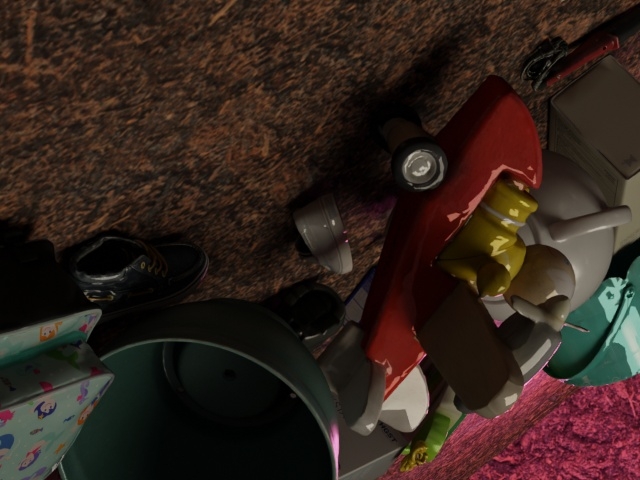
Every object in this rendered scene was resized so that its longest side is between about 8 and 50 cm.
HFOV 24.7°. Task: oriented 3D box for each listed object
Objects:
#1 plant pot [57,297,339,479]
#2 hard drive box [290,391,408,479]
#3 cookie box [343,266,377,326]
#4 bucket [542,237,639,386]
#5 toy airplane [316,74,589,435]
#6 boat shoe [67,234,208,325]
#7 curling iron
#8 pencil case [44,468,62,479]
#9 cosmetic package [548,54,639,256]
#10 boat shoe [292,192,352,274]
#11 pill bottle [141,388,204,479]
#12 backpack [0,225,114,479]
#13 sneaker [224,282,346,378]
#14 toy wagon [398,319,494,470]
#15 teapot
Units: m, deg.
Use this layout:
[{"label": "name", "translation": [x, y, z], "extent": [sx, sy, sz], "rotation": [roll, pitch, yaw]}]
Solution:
[{"label": "plant pot", "translation": [-0.111, 0.180, 1.554], "extent": [0.293, 0.293, 0.196], "rotation": [-50, -171, 28]}, {"label": "hard drive box", "translation": [-0.017, 0.292, 2.153], "extent": [0.232, 0.181, 0.089], "rotation": [-19, 151, -45]}, {"label": "cookie box", "translation": [0.086, 0.079, 2.076], "extent": [0.092, 0.040, 0.107], "rotation": [-16, 150, -49]}, {"label": "bucket", "translation": [0.431, 0.086, 2.289], "extent": [0.281, 0.183, 0.281], "rotation": [-26, -159, 11]}, {"label": "toy airplane", "translation": [0.154, 0.055, 1.655], "extent": [0.272, 0.386, 0.384], "rotation": [11, 155, -15]}, {"label": "boat shoe", "translation": [-0.180, 0.027, 1.478], "extent": [0.183, 0.065, 0.083], "rotation": [-23, 152, -38]}, {"label": "curling iron", "translation": [0.359, -0.257, 1.841], "extent": [0.274, 0.035, 0.068], "rotation": [-27, 157, -28]}, {"label": "pencil case", "translation": [-0.230, 0.291, 1.888], "extent": [0.284, 0.124, 0.124], "rotation": [-22, 154, -41]}, {"label": "cosmetic package", "translation": [0.410, -0.112, 2.061], "extent": [0.113, 0.160, 0.309], "rotation": [-37, 161, -7]}, {"label": "boat shoe", "translation": [0.000, 0.000, 1.742], "extent": [0.063, 0.066, 0.184], "rotation": [-16, 165, 0]}, {"label": "pill bottle", "translation": [-0.219, 0.323, 1.679], "extent": [0.169, 0.169, 0.301], "rotation": [102, 2, -60]}, {"label": "backpack", "translation": [-0.324, 0.137, 1.311], "extent": [0.225, 0.191, 0.253], "rotation": [-16, 155, -49]}, {"label": "sneaker", "translation": [-0.079, 0.146, 1.852], "extent": [0.267, 0.101, 0.106], "rotation": [-21, 156, -39]}, {"label": "toy wagon", "translation": [0.187, 0.230, 2.284], "extent": [0.344, 0.068, 0.267], "rotation": [-74, -168, -48]}, {"label": "teapot", "translation": [0.248, 0.000, 1.889], "extent": [0.187, 0.252, 0.256], "rotation": [-15, 136, -55]}]
